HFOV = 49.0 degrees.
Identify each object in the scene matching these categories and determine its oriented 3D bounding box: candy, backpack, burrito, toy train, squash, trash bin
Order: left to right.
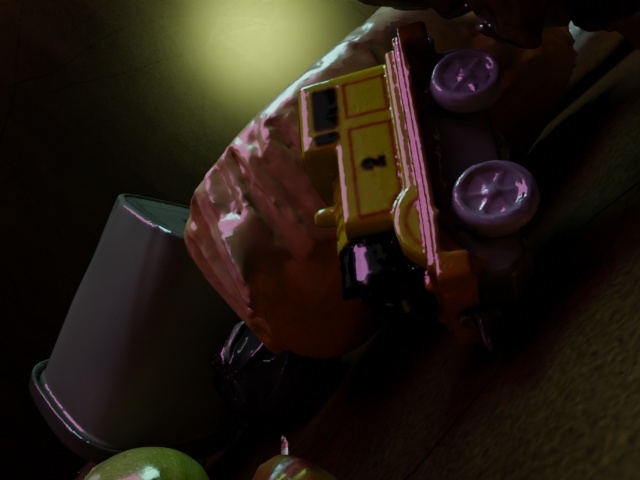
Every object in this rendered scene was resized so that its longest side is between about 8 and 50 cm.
[{"bbox_3d":[-0.153,0.243,0.627,0.123,0.123,0.187,-50,6,-30],"label":"squash"},{"bbox_3d":[-0.181,0.093,0.817,0.219,0.220,0.250,11,-77,-47],"label":"trash bin"},{"bbox_3d":[-0.046,0.118,0.712,0.120,0.106,0.165,-45,-3,-29],"label":"backpack"},{"bbox_3d":[-0.014,0.144,0.379,0.053,0.046,0.182,-51,4,-11],"label":"candy"},{"bbox_3d":[0.054,-0.033,0.412,0.127,0.219,0.089,-12,-32,11],"label":"toy train"},{"bbox_3d":[0.264,-0.200,0.720,0.309,0.066,0.096,-47,7,48],"label":"burrito"}]

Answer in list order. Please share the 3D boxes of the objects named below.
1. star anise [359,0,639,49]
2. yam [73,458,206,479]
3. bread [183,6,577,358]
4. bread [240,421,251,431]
[{"bbox_3d":[0.151,-0.175,0.398,0.331,0.332,0.117,-51,-33,-53],"label":"star anise"},{"bbox_3d":[-0.263,0.336,0.920,0.279,0.131,0.131,-49,2,23],"label":"yam"},{"bbox_3d":[0.068,-0.071,0.607,0.389,0.183,0.236,-44,-8,-10],"label":"bread"},{"bbox_3d":[-0.064,0.088,0.898,0.264,0.163,0.168,-50,3,-28],"label":"bread"}]
